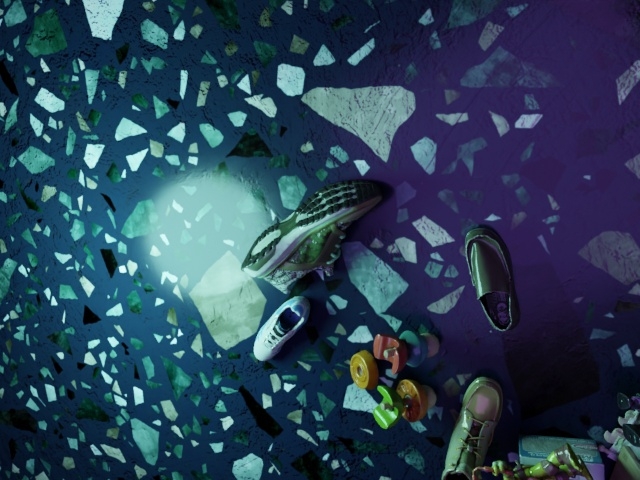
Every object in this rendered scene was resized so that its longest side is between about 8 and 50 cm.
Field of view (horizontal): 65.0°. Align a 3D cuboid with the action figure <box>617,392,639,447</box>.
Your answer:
[{"bbox_3d":[0.771,0.366,1.017,0.284,0.099,0.186,-3,72,9],"label":"action figure"}]

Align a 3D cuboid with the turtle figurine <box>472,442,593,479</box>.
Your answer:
[{"bbox_3d":[0.464,0.524,1.084,0.217,0.087,0.269,-34,109,19],"label":"turtle figurine"}]

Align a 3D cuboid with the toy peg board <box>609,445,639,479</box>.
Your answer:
[{"bbox_3d":[0.703,0.551,1.064,0.079,0.161,0.161,-4,120,-1],"label":"toy peg board"}]

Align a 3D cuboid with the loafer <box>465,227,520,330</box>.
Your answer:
[{"bbox_3d":[0.394,0.093,1.136,0.094,0.087,0.251,-20,93,23],"label":"loafer"}]

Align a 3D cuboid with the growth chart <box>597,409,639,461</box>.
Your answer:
[{"bbox_3d":[0.749,0.425,1.102,0.172,0.021,0.237,36,111,11],"label":"growth chart"}]

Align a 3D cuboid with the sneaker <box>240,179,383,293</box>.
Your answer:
[{"bbox_3d":[0.000,0.000,1.272,0.410,0.158,0.182,-32,119,22],"label":"sneaker"}]

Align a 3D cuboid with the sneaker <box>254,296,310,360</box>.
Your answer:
[{"bbox_3d":[-0.116,0.245,1.366,0.085,0.086,0.237,41,113,7],"label":"sneaker"}]

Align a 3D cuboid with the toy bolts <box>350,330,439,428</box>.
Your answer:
[{"bbox_3d":[0.201,0.314,1.259,0.218,0.158,0.229,45,132,51],"label":"toy bolts"}]

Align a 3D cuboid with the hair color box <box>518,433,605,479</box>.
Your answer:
[{"bbox_3d":[0.562,0.641,1.171,0.173,0.105,0.348,-3,100,20],"label":"hair color box"}]

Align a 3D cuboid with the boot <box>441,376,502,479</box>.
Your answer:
[{"bbox_3d":[0.350,0.467,1.163,0.095,0.203,0.262,22,109,17],"label":"boot"}]
